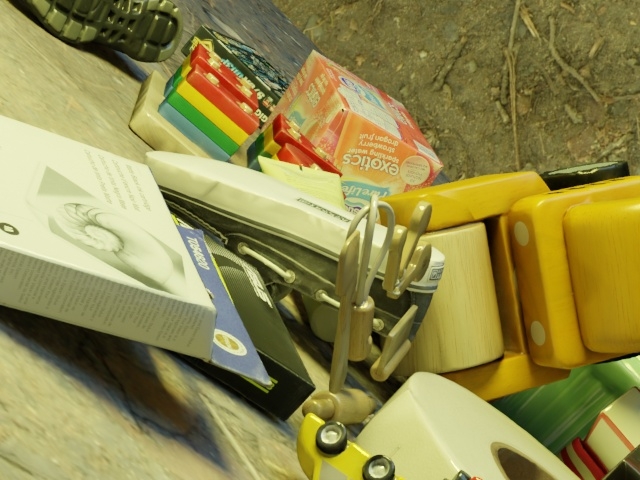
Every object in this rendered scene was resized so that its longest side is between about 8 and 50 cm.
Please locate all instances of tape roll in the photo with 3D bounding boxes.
[{"bbox_3d":[0.193,0.264,1.419,0.392,0.072,0.392,41,10,-9],"label":"tape roll"}]

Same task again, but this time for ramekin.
[{"bbox_3d":[0.301,0.163,2.008,0.303,0.148,0.303,41,13,-11],"label":"ramekin"}]

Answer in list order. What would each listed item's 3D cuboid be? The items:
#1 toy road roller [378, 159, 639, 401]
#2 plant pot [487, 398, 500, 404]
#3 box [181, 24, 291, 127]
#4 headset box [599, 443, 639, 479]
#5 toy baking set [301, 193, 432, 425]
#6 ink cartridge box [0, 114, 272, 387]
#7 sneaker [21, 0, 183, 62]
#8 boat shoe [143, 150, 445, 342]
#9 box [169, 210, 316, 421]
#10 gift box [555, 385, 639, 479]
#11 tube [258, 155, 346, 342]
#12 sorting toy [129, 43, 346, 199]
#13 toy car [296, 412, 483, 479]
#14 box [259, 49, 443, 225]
[{"bbox_3d":[0.229,0.033,1.599,0.241,0.330,0.202,-2,-81,62],"label":"toy road roller"},{"bbox_3d":[0.154,0.072,1.795,0.188,0.205,0.205,59,11,2],"label":"plant pot"},{"bbox_3d":[-0.088,-0.219,2.460,0.175,0.051,0.220,45,10,14],"label":"box"},{"bbox_3d":[0.282,0.257,1.261,0.218,0.110,0.293,45,11,14],"label":"headset box"},{"bbox_3d":[0.033,0.058,1.368,0.030,0.196,0.256,17,6,19],"label":"toy baking set"},{"bbox_3d":[-0.145,-0.004,1.147,0.224,0.045,0.223,19,20,-27],"label":"ink cartridge box"},{"bbox_3d":[-0.267,-0.264,1.902,0.106,0.101,0.267,22,-2,33],"label":"sneaker"},{"bbox_3d":[-0.038,0.007,1.548,0.301,0.102,0.108,22,13,15],"label":"boat shoe"},{"bbox_3d":[-0.103,0.035,1.314,0.184,0.045,0.190,33,14,-29],"label":"box"},{"bbox_3d":[0.394,0.253,1.677,0.255,0.258,0.276,49,-21,23],"label":"gift box"},{"bbox_3d":[0.000,0.000,1.679,0.070,0.062,0.240,56,12,-41],"label":"tube"},{"bbox_3d":[-0.076,-0.100,1.873,0.255,0.089,0.257,40,10,-12],"label":"sorting toy"},{"bbox_3d":[0.091,0.222,1.147,0.225,0.053,0.239,52,-19,-27],"label":"toy car"},{"bbox_3d":[0.031,-0.117,2.167,0.154,0.142,0.300,30,13,-17],"label":"box"}]
